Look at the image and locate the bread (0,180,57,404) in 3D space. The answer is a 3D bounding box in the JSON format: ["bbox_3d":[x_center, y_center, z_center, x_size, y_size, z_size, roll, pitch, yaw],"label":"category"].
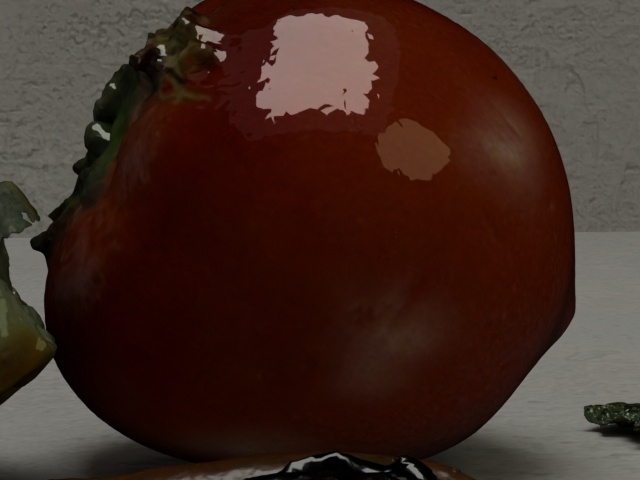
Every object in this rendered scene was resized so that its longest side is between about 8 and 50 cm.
[{"bbox_3d":[-0.293,0.031,1.022,0.279,0.225,0.250,-18,9,-23],"label":"bread"}]

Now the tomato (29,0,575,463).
[{"bbox_3d":[0.000,0.000,1.131,0.321,0.321,0.321,0,5,0],"label":"tomato"}]

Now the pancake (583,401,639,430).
[{"bbox_3d":[0.242,0.116,1.226,0.116,0.022,0.129,1,4,-21],"label":"pancake"}]

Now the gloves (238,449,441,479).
[{"bbox_3d":[-0.022,0.130,0.618,0.129,0.106,0.180,3,2,11],"label":"gloves"}]

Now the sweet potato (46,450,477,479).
[{"bbox_3d":[-0.046,0.130,0.917,0.264,0.057,0.057,-2,5,3],"label":"sweet potato"}]
